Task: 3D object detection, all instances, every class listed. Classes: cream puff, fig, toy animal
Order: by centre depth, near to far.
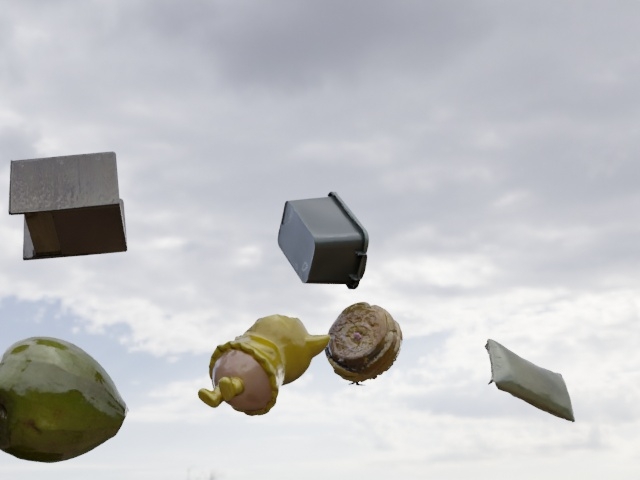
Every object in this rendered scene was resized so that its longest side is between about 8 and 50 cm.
[{"bbox_3d":[-0.098,0.205,1.447,0.156,0.156,0.230,-21,3,42],"label":"toy animal"},{"bbox_3d":[-0.500,0.307,1.686,0.271,0.239,0.239,13,-23,-13],"label":"fig"},{"bbox_3d":[0.102,0.240,2.017,0.189,0.189,0.129,-12,-31,26],"label":"cream puff"}]

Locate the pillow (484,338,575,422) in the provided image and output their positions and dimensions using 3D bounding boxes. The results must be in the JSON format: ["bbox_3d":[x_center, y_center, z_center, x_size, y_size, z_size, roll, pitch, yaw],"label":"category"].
[{"bbox_3d":[0.400,0.269,1.688,0.208,0.119,0.053,26,-60,-22],"label":"pillow"}]

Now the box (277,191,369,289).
[{"bbox_3d":[0.000,0.000,2.063,0.135,0.243,0.163,-2,-57,-24],"label":"box"}]

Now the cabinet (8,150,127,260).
[{"bbox_3d":[-0.522,-0.074,1.840,0.215,0.148,0.174,-6,-33,-10],"label":"cabinet"}]
